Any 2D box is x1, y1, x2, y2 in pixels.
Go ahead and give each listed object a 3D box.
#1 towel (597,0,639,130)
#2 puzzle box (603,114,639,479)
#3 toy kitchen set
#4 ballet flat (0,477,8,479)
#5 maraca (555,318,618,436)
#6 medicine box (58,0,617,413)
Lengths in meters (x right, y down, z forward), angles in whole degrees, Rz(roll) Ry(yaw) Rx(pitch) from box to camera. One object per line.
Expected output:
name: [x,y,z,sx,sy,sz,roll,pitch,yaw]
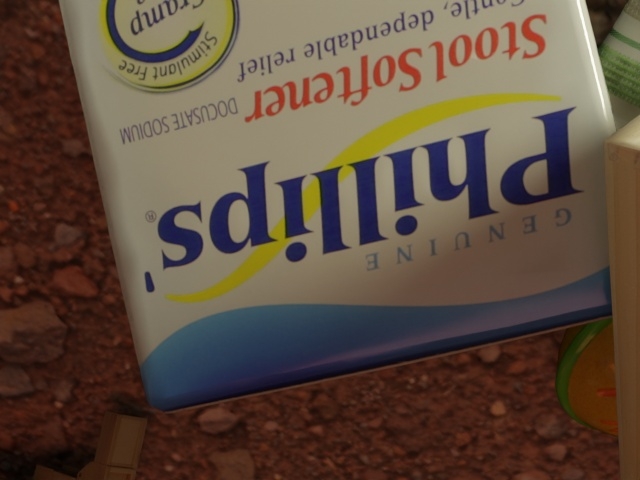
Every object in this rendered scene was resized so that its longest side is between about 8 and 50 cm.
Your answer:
towel: [0.234,-0.107,0.758,0.113,0.023,0.152,22,120,-10]
puzzle box: [0.298,-0.015,0.633,0.052,0.409,0.272,22,135,44]
toy kitchen set: [-0.177,0.176,0.965,0.083,0.075,0.068,6,171,39]
ballet flat: [-0.180,0.292,1.002,0.106,0.107,0.316,-26,124,3]
maraca: [0.242,0.091,0.839,0.185,0.099,0.127,21,117,-37]
medicine box: [0.019,-0.077,0.649,0.263,0.149,0.289,-14,86,12]
